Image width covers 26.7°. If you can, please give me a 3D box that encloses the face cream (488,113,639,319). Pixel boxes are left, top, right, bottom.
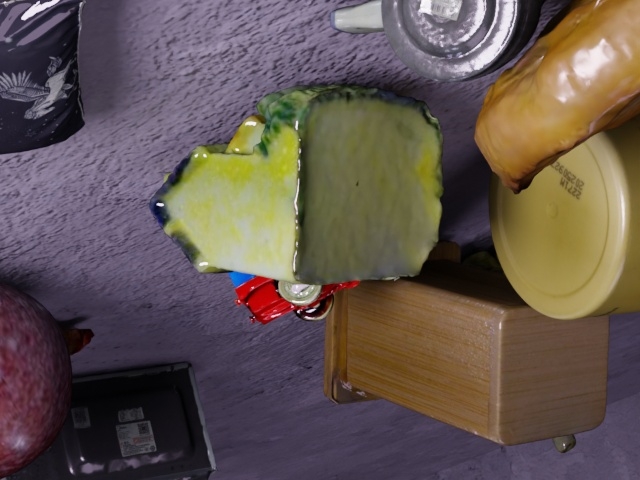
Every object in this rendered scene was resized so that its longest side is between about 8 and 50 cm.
[{"bbox_3d":[0.300,-0.035,1.343,0.179,0.218,0.218,-5,158,-28],"label":"face cream"}]

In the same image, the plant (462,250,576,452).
[{"bbox_3d":[0.268,0.115,1.809,0.261,0.297,0.306,-41,169,-50],"label":"plant"}]

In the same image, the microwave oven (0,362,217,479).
[{"bbox_3d":[-0.324,0.299,1.838,0.295,0.181,0.237,-4,159,-30],"label":"microwave oven"}]

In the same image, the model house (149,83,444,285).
[{"bbox_3d":[-0.024,-0.054,1.210,0.194,0.170,0.211,-7,-171,-44],"label":"model house"}]

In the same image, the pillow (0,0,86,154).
[{"bbox_3d":[-0.230,-0.115,0.938,0.141,0.055,0.208,-4,159,-9],"label":"pillow"}]

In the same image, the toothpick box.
[{"bbox_3d":[0.161,0.116,1.509,0.188,0.190,0.308,-3,-170,-31],"label":"toothpick box"}]

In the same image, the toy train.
[{"bbox_3d":[0.000,0.000,1.359,0.204,0.131,0.082,-28,155,0],"label":"toy train"}]

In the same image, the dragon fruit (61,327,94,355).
[{"bbox_3d":[-0.333,0.119,1.547,0.131,0.063,0.097,-20,-167,12],"label":"dragon fruit"}]

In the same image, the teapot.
[{"bbox_3d":[0.100,-0.163,0.992,0.149,0.111,0.108,-35,168,31],"label":"teapot"}]

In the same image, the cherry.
[{"bbox_3d":[-0.364,0.136,1.319,0.230,0.203,0.300,-14,147,0],"label":"cherry"}]

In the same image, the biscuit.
[{"bbox_3d":[0.244,-0.156,1.048,0.296,0.102,0.296,-35,177,-2],"label":"biscuit"}]
